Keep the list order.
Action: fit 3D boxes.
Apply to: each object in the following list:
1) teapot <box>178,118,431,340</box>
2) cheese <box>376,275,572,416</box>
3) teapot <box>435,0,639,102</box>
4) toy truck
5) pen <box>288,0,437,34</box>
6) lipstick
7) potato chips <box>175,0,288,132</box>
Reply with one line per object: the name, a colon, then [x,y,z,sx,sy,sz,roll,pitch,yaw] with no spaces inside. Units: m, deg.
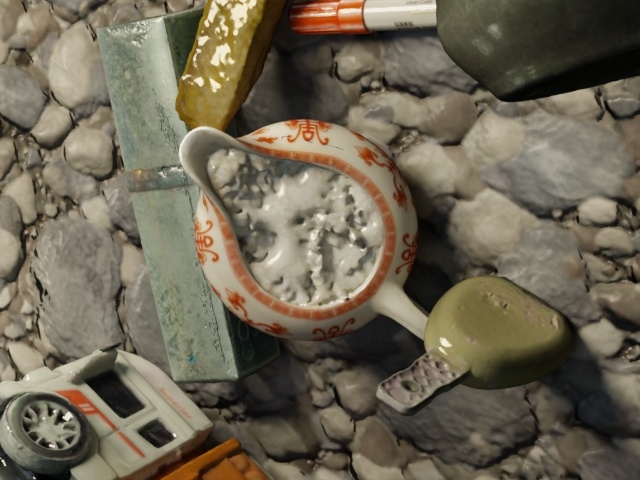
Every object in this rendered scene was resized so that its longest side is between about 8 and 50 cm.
teapot: [0.000,0.000,1.234,0.245,0.116,0.159,32,84,-5]
cheese: [0.097,0.077,1.153,0.097,0.192,0.037,33,121,22]
teapot: [0.172,-0.276,0.981,0.300,0.253,0.344,-17,89,49]
toy truck: [-0.104,0.257,1.309,0.387,0.207,0.173,44,128,15]
pen: [0.084,-0.162,1.193,0.239,0.028,0.028,2,104,30]
lipstick: [-0.099,-0.031,1.307,0.076,0.077,0.289,-7,100,31]
potato chips: [-0.021,-0.264,1.200,0.057,0.080,0.407,24,111,8]
